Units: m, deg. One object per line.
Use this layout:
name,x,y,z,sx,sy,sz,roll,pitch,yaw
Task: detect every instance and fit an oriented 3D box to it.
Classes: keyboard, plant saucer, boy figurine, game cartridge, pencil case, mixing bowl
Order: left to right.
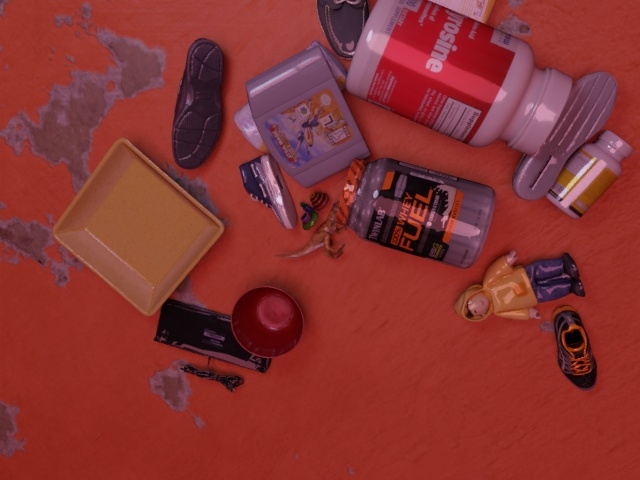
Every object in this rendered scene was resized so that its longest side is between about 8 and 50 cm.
plant saucer,-0.445,-0.033,1.506,0.333,0.081,0.333,42,108,-3
keyboard,-0.285,0.284,1.592,0.318,0.033,0.201,16,100,6
mixing bowl,-0.123,0.189,1.499,0.182,0.098,0.181,1,100,7
pencil case,-0.064,-0.316,1.348,0.273,0.113,0.124,-39,100,17
game cartridge,-0.029,-0.250,1.307,0.198,0.062,0.297,-30,132,4
boy figurine,0.445,0.109,1.392,0.286,0.092,0.177,-16,104,10

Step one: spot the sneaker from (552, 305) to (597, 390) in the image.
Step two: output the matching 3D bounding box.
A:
sneaker,0.596,0.263,1.412,0.084,0.083,0.214,-21,102,13

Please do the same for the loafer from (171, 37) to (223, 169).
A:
loafer,-0.287,-0.319,1.410,0.109,0.095,0.302,5,113,-23

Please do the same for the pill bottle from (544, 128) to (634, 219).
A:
pill bottle,0.573,-0.142,1.294,0.103,0.103,0.184,38,108,-2

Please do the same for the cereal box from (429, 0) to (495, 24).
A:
cereal box,0.257,-0.556,1.263,0.240,0.047,0.172,21,107,4

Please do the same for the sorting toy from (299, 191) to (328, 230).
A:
sorting toy,-0.025,-0.076,1.430,0.042,0.061,0.101,37,79,-26

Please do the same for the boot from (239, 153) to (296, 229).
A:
boot,-0.125,-0.108,1.446,0.086,0.069,0.189,-18,93,21

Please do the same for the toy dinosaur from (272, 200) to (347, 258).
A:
toy dinosaur,0.000,0.000,1.460,0.112,0.064,0.211,44,99,15

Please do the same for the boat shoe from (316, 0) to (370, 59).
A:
boat shoe,0.041,-0.534,1.260,0.117,0.099,0.319,-3,117,7

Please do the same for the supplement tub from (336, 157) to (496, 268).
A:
supplement tub,0.205,-0.067,1.329,0.316,0.193,0.193,16,107,5

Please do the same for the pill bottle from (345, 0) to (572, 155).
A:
pill bottle,0.277,-0.331,1.226,0.408,0.229,0.228,24,108,2

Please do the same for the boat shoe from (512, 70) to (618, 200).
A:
boat shoe,0.503,-0.226,1.286,0.109,0.094,0.302,32,106,-10
